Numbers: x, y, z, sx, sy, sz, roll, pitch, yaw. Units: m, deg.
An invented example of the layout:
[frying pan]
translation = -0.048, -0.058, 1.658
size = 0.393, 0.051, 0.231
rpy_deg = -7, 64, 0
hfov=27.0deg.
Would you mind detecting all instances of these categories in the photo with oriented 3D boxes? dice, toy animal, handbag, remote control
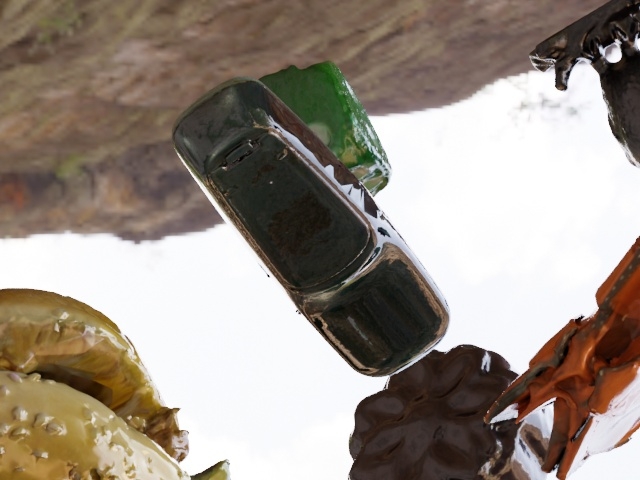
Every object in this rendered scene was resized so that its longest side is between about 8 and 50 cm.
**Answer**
[dice]
translation = -0.014, -0.086, 1.252
size = 0.128, 0.131, 0.120
rpy_deg = -28, -111, 8
[toy animal]
translation = 0.281, -0.108, 1.162
size = 0.121, 0.117, 0.210
rpy_deg = -29, -103, 11
[handbag]
translation = 0.353, 0.046, 1.319
size = 0.116, 0.303, 0.410
rpy_deg = 43, -77, 20
[remote control]
translation = 0.000, 0.000, 0.707
size = 0.072, 0.222, 0.042
rpy_deg = -34, -139, 7

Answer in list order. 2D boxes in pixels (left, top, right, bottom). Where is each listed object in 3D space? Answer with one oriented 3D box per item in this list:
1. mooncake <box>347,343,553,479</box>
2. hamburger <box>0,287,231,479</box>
[mooncake]
translation = 0.161, 0.264, 1.746
size = 0.283, 0.141, 0.283
rpy_deg = -22, -137, 22
[hamburger]
translation = -0.143, 0.110, 0.543
size = 0.182, 0.191, 0.118
rpy_deg = -40, -150, 1
